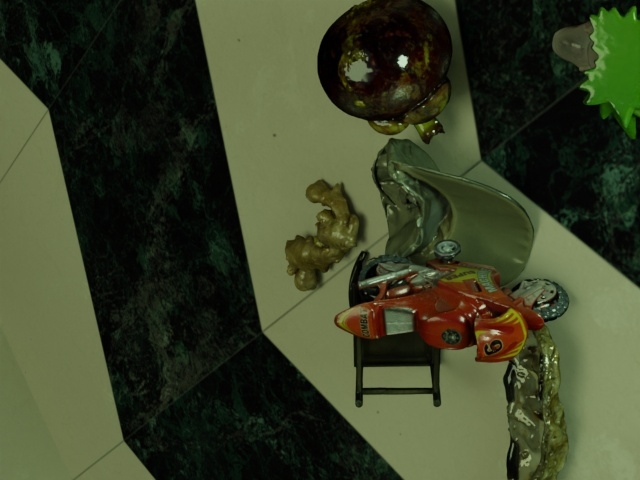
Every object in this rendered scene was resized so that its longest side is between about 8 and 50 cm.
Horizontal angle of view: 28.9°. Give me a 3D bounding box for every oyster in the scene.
[{"bbox_3d":[0.300,0.268,1.754,0.129,0.078,0.345,-133,38,-58],"label":"oyster"}]

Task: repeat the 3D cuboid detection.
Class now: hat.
[{"bbox_3d":[0.182,-0.048,1.761,0.244,0.149,0.214,8,133,8],"label":"hat"}]

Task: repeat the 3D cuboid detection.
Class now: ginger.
[{"bbox_3d":[0.000,0.000,2.007,0.176,0.052,0.193,13,113,53],"label":"ginger"}]

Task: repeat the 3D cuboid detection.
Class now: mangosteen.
[{"bbox_3d":[0.100,-0.225,1.704,0.192,0.192,0.217,5,129,49],"label":"mangosteen"}]

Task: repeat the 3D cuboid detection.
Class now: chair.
[{"bbox_3d":[0.111,0.133,1.874,0.260,0.141,0.155,-84,-6,-69],"label":"chair"}]

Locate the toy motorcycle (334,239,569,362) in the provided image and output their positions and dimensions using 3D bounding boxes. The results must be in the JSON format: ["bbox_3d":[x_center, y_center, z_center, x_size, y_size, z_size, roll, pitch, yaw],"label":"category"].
[{"bbox_3d":[0.180,0.087,1.674,0.298,0.171,0.089,7,134,19],"label":"toy motorcycle"}]

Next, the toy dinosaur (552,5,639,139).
[{"bbox_3d":[0.358,-0.200,1.444,0.194,0.177,0.152,2,104,19],"label":"toy dinosaur"}]
